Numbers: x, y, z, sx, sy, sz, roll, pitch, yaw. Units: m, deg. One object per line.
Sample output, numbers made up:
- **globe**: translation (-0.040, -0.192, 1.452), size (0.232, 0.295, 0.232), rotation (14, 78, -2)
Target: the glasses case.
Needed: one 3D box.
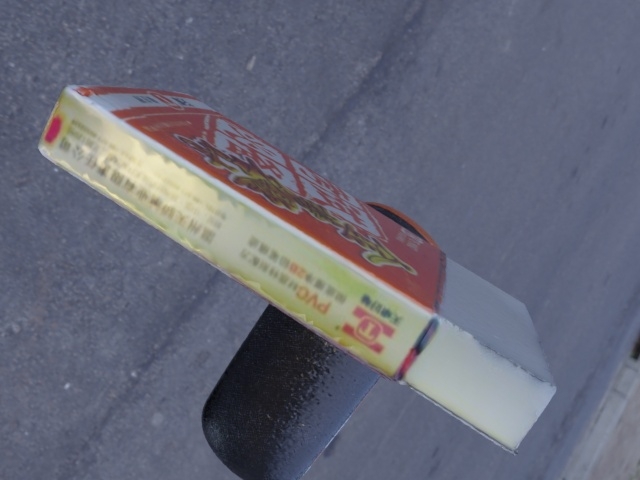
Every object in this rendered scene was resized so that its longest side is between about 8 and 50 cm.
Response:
- **glasses case**: translation (-0.004, 0.088, 0.636), size (0.267, 0.103, 0.067), rotation (-55, 168, 26)

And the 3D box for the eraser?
- **eraser**: translation (0.000, 0.000, 0.396), size (0.038, 0.230, 0.157), rotation (-59, 177, 12)
